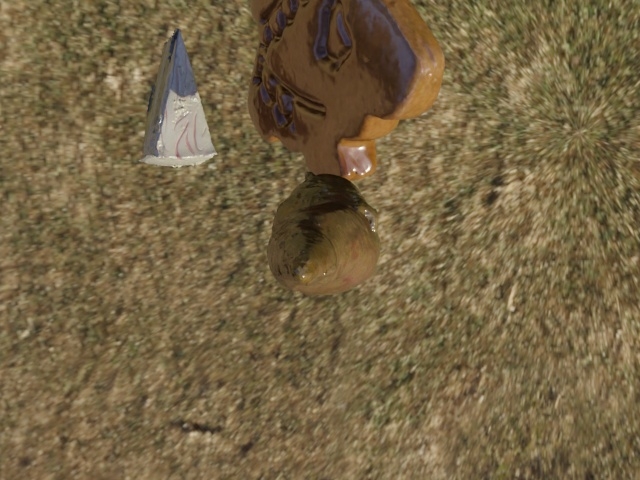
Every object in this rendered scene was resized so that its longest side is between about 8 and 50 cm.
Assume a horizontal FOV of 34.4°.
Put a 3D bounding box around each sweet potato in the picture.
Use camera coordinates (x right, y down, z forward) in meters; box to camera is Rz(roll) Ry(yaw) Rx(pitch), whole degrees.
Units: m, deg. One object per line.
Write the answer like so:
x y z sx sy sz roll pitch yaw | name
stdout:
0.003 0.005 0.573 0.068 0.226 0.068 0 104 2 | sweet potato

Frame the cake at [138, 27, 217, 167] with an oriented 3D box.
-0.127 -0.128 0.941 0.065 0.052 0.121 7 84 -24 | cake

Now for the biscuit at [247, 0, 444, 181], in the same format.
-0.003 -0.197 0.812 0.043 0.284 0.306 -7 91 -26 | biscuit
